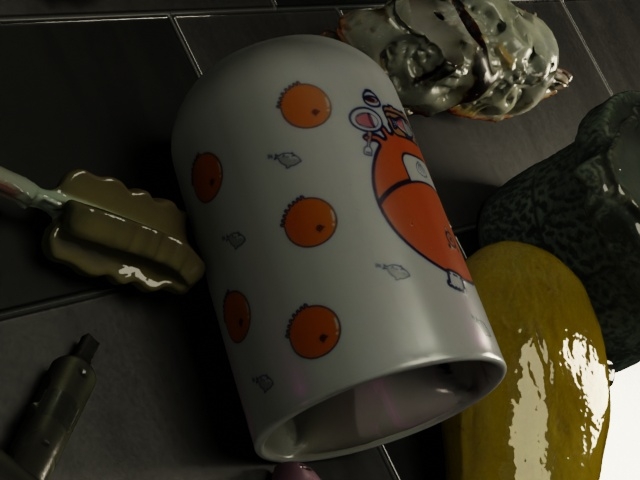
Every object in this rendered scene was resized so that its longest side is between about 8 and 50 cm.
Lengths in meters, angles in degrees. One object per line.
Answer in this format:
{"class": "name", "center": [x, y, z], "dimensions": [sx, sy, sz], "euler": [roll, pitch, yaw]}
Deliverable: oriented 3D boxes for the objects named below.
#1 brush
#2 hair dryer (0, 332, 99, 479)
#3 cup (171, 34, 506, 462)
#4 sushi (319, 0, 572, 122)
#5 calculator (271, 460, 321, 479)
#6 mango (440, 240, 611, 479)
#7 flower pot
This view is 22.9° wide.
{"class": "brush", "center": [-0.219, -0.031, 1.211], "dimensions": [0.301, 0.071, 0.084], "euler": [23, 36, -38]}
{"class": "hair dryer", "center": [-0.216, 0.125, 1.105], "dimensions": [0.195, 0.078, 0.248], "euler": [44, 28, -16]}
{"class": "cup", "center": [0.000, 0.000, 1.322], "dimensions": [0.212, 0.212, 0.317], "euler": [5, 58, -48]}
{"class": "sushi", "center": [0.139, -0.198, 1.699], "dimensions": [0.332, 0.130, 0.124], "euler": [-3, 65, -50]}
{"class": "calculator", "center": [0.037, 0.315, 1.238], "dimensions": [0.194, 0.043, 0.294], "euler": [32, 36, -35]}
{"class": "mango", "center": [0.193, 0.152, 1.498], "dimensions": [0.195, 0.142, 0.332], "euler": [19, 58, -35]}
{"class": "flower pot", "center": [0.334, -0.012, 1.656], "dimensions": [0.299, 0.282, 0.299], "euler": [30, 44, -34]}
